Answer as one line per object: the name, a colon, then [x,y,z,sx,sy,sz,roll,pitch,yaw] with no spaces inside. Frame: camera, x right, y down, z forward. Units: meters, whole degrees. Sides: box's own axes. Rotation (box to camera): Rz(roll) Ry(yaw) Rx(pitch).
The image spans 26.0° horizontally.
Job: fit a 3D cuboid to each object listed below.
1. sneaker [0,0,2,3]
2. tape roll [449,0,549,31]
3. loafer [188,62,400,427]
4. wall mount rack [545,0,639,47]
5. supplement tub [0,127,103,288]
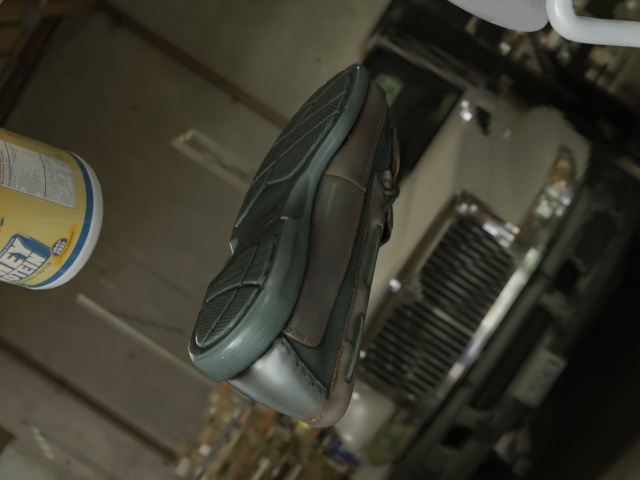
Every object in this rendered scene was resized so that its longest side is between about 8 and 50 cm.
sneaker: [-0.363,-0.303,1.415,0.106,0.123,0.290,-22,20,3]
tape roll: [0.116,-0.267,1.143,0.072,0.219,0.219,-55,-1,-5]
loafer: [0.000,0.000,0.802,0.096,0.084,0.267,-36,21,37]
wall mount rack: [0.191,-0.227,0.559,0.350,0.130,0.304,-155,67,-67]
supplement tub: [-0.324,-0.039,1.334,0.199,0.144,0.144,19,-72,-50]
